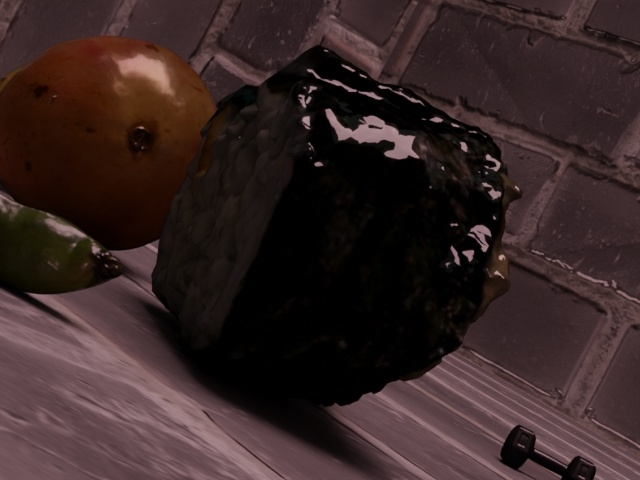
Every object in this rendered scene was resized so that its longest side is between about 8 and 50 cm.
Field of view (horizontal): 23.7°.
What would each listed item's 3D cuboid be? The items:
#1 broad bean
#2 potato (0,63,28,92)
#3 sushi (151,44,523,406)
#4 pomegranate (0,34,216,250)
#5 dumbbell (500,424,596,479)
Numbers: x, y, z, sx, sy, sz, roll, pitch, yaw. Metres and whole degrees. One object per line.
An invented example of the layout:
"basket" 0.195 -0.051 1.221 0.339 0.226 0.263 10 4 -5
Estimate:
"broad bean" -0.224 -0.031 0.834 0.256 0.052 0.053 28 -23 2
"potato" -0.259 -0.106 1.546 0.173 0.140 0.300 35 5 -11
"sushi" 0.000 0.000 0.998 0.171 0.211 0.350 21 -7 -13
"pomegranate" -0.182 -0.085 1.280 0.191 0.191 0.191 28 1 0
"dumbbell" 0.201 0.196 1.346 0.083 0.040 0.036 27 32 4
